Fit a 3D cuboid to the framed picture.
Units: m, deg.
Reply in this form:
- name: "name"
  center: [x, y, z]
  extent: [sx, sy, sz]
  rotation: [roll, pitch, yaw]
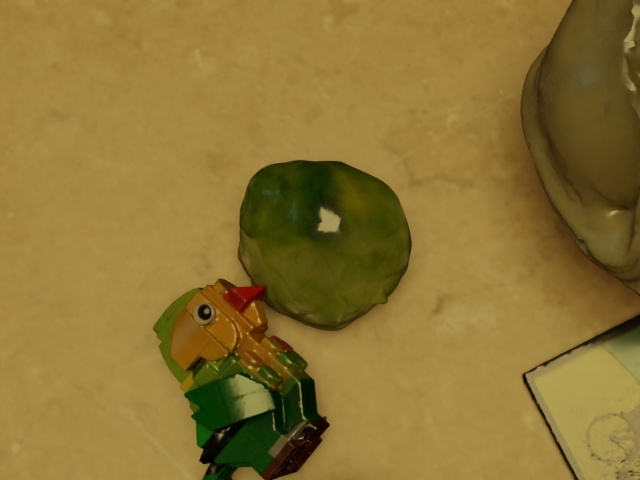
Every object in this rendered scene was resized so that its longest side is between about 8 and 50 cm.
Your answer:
- name: "framed picture"
  center: [0.376, 0.155, 1.176]
  extent: [0.324, 0.013, 0.244]
  rotation: [-27, 82, -4]

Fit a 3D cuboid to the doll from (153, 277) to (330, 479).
- name: "doll"
  center: [-0.074, 0.127, 1.135]
  extent: [0.134, 0.106, 0.186]
  rotation: [-23, 80, 17]

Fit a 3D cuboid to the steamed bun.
- name: "steamed bun"
  center: [0.316, -0.101, 1.126]
  extent: [0.324, 0.219, 0.309]
  rotation: [-16, 95, -27]

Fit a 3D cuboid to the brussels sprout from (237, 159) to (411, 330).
- name: "brussels sprout"
  center: [0.003, -0.002, 1.148]
  extent: [0.152, 0.122, 0.149]
  rotation: [-14, 78, -3]
